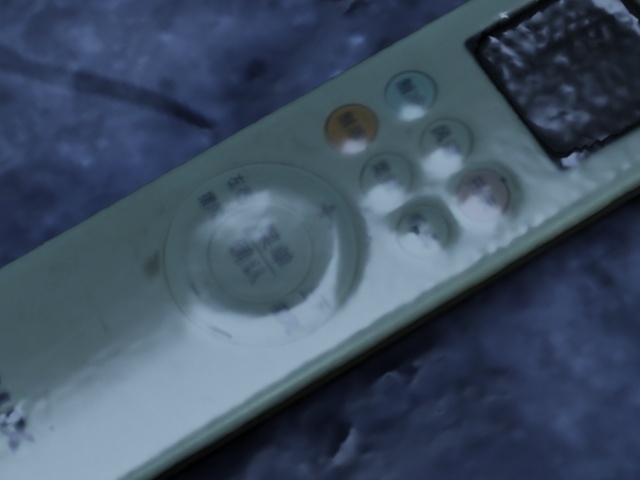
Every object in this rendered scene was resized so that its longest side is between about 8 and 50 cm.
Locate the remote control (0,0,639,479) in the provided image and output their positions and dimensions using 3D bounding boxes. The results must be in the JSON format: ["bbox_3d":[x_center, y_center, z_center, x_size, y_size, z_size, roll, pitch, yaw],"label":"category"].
[{"bbox_3d":[0.000,0.000,0.621,0.309,0.038,0.090,-30,66,-9],"label":"remote control"}]
